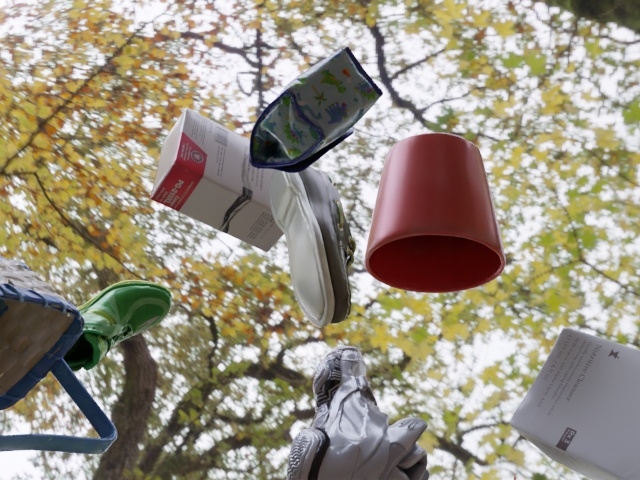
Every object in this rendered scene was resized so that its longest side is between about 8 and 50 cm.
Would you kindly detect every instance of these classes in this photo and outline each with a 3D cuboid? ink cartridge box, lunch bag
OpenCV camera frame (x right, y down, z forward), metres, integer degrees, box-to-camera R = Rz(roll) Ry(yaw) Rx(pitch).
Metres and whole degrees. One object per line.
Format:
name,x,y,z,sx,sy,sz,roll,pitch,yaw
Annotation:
ink cartridge box,-0.165,-0.106,1.492,0.237,0.172,0.100,26,-53,-22
lunch bag,-0.015,-0.152,1.053,0.129,0.151,0.096,-40,-84,-35

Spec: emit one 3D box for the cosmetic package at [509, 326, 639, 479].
cosmetic package,0.525,0.305,1.349,0.156,0.385,0.217,40,-104,-29

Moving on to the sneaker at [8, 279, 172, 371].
sneaker,-0.364,0.154,1.349,0.295,0.123,0.109,-20,-49,-35

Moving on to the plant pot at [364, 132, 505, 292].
plant pot,0.222,-0.059,1.636,0.275,0.275,0.243,19,-120,-28

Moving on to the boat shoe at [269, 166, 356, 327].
boat shoe,0.002,-0.003,1.190,0.091,0.305,0.109,5,-48,-23

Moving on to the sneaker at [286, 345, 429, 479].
sneaker,0.083,0.315,1.408,0.210,0.366,0.137,2,-60,14

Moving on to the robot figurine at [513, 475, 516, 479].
robot figurine,0.413,0.640,1.855,0.158,0.128,0.219,24,-92,-62

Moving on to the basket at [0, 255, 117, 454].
basket,-0.395,0.144,1.013,0.201,0.289,0.255,-51,-30,5
